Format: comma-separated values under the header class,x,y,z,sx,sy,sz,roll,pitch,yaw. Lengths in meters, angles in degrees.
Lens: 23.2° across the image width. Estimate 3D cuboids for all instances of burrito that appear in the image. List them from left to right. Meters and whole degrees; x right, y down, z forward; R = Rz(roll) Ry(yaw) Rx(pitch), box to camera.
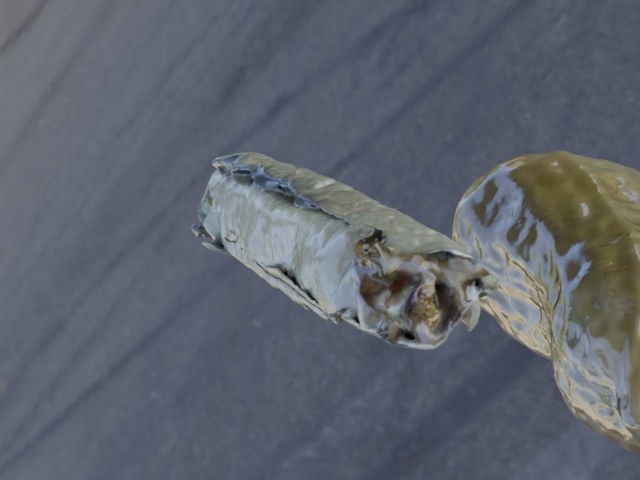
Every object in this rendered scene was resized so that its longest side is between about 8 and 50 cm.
class,x,y,z,sx,sy,sz,roll,pitch,yaw
burrito,0.000,0.000,0.547,0.185,0.041,0.045,-150,62,-63

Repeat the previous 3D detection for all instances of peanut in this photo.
class,x,y,z,sx,sy,sz,roll,pitch,yaw
peanut,0.202,0.029,1.064,0.159,0.143,0.291,-32,31,-4
